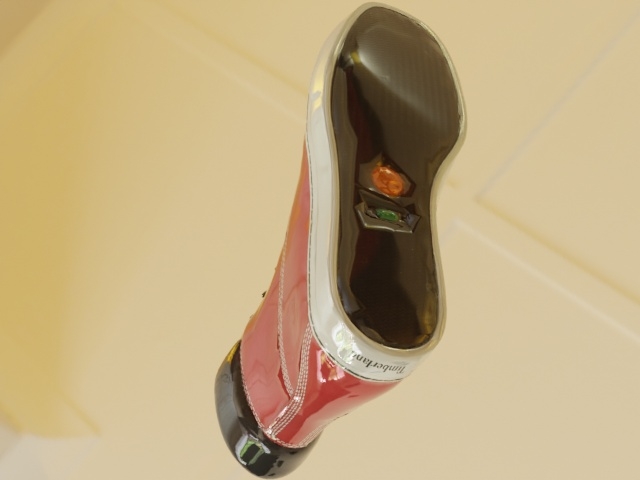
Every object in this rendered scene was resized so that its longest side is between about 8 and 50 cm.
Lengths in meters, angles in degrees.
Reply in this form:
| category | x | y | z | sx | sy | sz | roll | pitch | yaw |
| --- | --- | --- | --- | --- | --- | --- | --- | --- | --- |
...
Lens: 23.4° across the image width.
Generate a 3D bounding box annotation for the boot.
| category | x | y | z | sx | sy | sz | roll | pitch | yaw |
| --- | --- | --- | --- | --- | --- | --- | --- | --- | --- |
| boot | 0.000 | 0.000 | 0.842 | 0.176 | 0.088 | 0.244 | -50 | -155 | 48 |
